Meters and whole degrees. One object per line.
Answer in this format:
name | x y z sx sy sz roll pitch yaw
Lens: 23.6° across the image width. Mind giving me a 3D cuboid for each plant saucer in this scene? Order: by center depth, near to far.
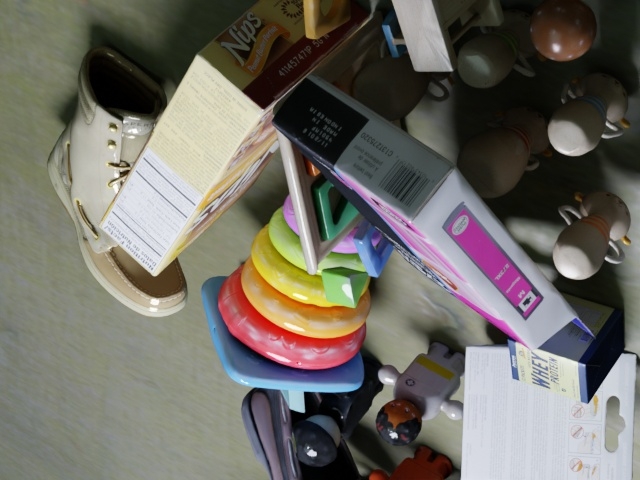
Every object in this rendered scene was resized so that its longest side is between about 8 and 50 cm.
plant saucer | -0.059 0.110 1.737 0.192 0.018 0.067 -119 19 -46

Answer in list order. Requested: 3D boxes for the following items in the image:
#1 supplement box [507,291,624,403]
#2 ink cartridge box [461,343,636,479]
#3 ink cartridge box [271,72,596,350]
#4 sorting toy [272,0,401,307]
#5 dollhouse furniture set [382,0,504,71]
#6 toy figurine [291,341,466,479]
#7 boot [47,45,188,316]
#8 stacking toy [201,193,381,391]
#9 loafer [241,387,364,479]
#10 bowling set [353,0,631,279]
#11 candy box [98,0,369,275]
supplement box | 0.240 0.102 1.496 0.083 0.083 0.056 17 137 31
ink cartridge box | 0.234 0.180 1.560 0.179 0.045 0.145 1 86 23
ink cartridge box | 0.111 -0.004 1.358 0.176 0.069 0.371 37 178 37
sorting toy | 0.033 -0.090 1.411 0.047 0.196 0.347 12 133 30
dollhouse furniture set | 0.082 -0.237 1.237 0.129 0.183 0.129 5 128 39
toy figurine | 0.098 0.234 1.695 0.210 0.148 0.213 -16 113 48
boot | -0.209 -0.064 1.695 0.262 0.095 0.203 59 145 24
stacking toy | 0.000 0.000 1.584 0.175 0.166 0.301 -114 36 -48
loafer | 0.001 0.283 1.801 0.095 0.109 0.302 -51 58 40
bowling set | 0.195 -0.125 1.307 0.287 0.154 0.200 42 124 4
candy box | -0.091 -0.113 1.509 0.087 0.183 0.316 42 142 3
